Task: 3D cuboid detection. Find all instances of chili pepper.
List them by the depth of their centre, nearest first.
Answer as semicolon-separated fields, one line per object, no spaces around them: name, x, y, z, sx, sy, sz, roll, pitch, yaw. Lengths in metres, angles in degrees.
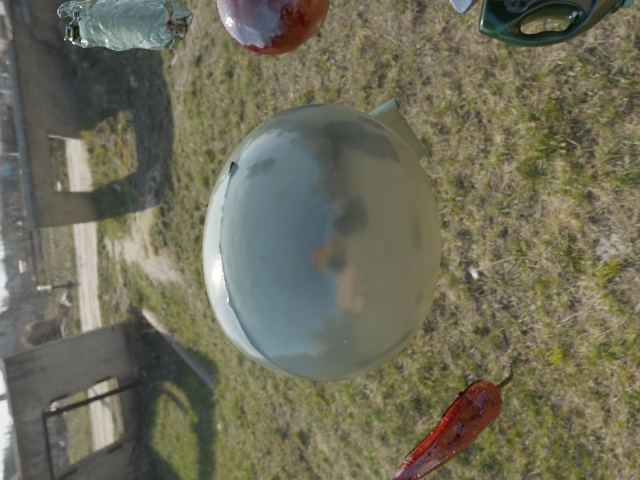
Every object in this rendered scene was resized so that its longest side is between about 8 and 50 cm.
chili pepper;0.203;0.262;0.642;0.050;0.267;0.059;0;115;60

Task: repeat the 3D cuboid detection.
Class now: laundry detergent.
laundry detergent;0.355;-0.359;0.678;0.210;0.063;0.138;11;90;10

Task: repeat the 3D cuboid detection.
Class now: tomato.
tomato;-0.156;-0.631;1.195;0.334;0.177;0.290;9;149;22

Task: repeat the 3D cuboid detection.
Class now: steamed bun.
steamed bun;0.004;-0.001;0.623;0.333;0.333;0.375;-17;60;55

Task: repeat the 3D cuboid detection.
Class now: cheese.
cheese;0.214;-0.271;1.190;0.085;0.400;0.034;-37;70;15

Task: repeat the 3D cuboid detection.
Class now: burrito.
burrito;-0.213;-0.235;0.486;0.188;0.045;0.058;10;103;22

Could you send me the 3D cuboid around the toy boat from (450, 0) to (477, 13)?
toy boat;0.331;-0.669;1.006;0.127;0.078;0.283;23;137;42
